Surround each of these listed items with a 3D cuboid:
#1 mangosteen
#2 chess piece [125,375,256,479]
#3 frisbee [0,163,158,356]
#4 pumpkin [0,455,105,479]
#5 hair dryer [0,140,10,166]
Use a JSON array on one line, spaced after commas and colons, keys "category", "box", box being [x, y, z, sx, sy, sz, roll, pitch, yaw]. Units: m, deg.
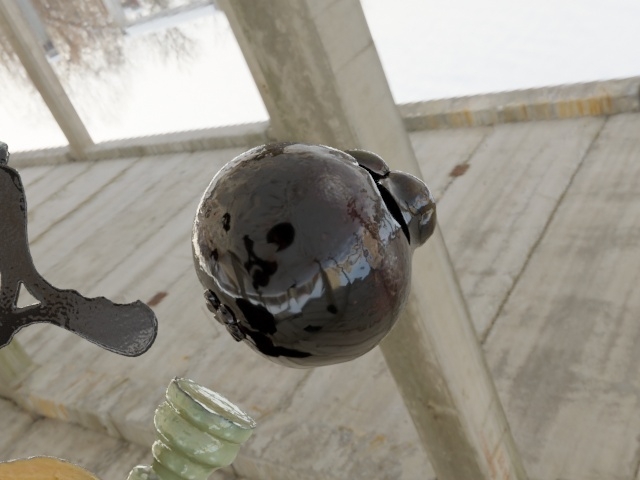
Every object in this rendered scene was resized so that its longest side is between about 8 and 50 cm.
[{"category": "mangosteen", "box": [-0.001, 0.014, 0.912, 0.313, 0.297, 0.297, -12, -153, -5]}, {"category": "chess piece", "box": [-0.201, 0.315, 0.954, 0.133, 0.133, 0.243, 25, -97, 55]}, {"category": "frisbee", "box": [-0.264, 0.055, 0.620, 0.187, 0.211, 0.012, -40, -178, 10]}, {"category": "pumpkin", "box": [-0.309, 0.420, 0.807, 0.242, 0.232, 0.325, 12, -161, -25]}, {"category": "hair dryer", "box": [-0.436, -0.141, 0.786, 0.236, 0.073, 0.131, 23, -110, 6]}]
